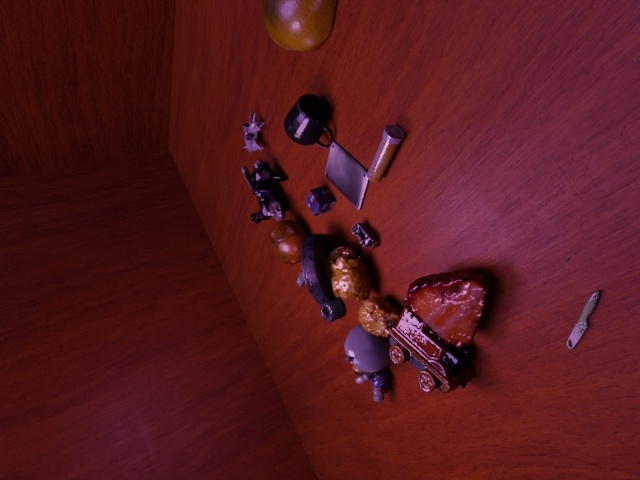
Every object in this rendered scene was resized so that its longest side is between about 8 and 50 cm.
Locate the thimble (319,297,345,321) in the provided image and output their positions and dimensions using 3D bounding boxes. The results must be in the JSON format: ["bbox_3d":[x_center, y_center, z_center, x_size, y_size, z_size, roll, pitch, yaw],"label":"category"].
[{"bbox_3d":[0.056,0.345,2.171,0.135,0.090,0.119,-4,100,63],"label":"thimble"}]

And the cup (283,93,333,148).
[{"bbox_3d":[-0.032,-0.486,1.782,0.223,0.169,0.176,38,140,-3],"label":"cup"}]

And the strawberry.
[{"bbox_3d":[0.418,0.182,1.405,0.253,0.150,0.280,25,128,27],"label":"strawberry"}]

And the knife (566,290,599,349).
[{"bbox_3d":[0.677,0.209,1.102,0.030,0.014,0.207,42,141,42],"label":"knife"}]

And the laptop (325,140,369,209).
[{"bbox_3d":[0.106,-0.274,1.793,0.269,0.015,0.188,50,144,34],"label":"laptop"}]

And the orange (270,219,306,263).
[{"bbox_3d":[-0.169,0.010,2.225,0.240,0.171,0.240,33,128,56],"label":"orange"}]

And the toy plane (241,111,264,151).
[{"bbox_3d":[-0.379,-0.572,2.361,0.255,0.101,0.251,123,134,-55],"label":"toy plane"}]

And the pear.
[{"bbox_3d":[-0.116,-0.894,1.625,0.386,0.191,0.341,-35,76,60],"label":"pear"}]

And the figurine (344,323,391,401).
[{"bbox_3d":[0.251,0.544,1.924,0.205,0.225,0.382,2,135,37],"label":"figurine"}]

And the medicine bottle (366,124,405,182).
[{"bbox_3d":[0.226,-0.301,1.518,0.074,0.073,0.218,56,150,25],"label":"medicine bottle"}]

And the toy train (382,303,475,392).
[{"bbox_3d":[0.386,0.375,1.554,0.369,0.163,0.232,40,127,40],"label":"toy train"}]

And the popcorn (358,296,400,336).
[{"bbox_3d":[0.246,0.312,1.768,0.180,0.170,0.180,44,-179,-1],"label":"popcorn"}]

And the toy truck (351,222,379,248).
[{"bbox_3d":[0.186,-0.018,1.761,0.123,0.062,0.052,54,125,29],"label":"toy truck"}]

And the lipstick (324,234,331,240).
[{"bbox_3d":[-0.001,0.000,2.101,0.186,0.057,0.063,-18,90,58],"label":"lipstick"}]

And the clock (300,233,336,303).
[{"bbox_3d":[0.005,0.124,1.942,0.066,0.319,0.319,-13,98,19],"label":"clock"}]

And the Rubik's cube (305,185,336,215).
[{"bbox_3d":[-0.001,-0.181,1.951,0.092,0.092,0.092,60,149,18],"label":"Rubik's cube"}]

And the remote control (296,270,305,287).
[{"bbox_3d":[-0.110,0.224,2.458,0.053,0.017,0.124,56,148,23],"label":"remote control"}]

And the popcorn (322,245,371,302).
[{"bbox_3d":[0.126,0.148,1.858,0.191,0.190,0.254,-11,84,30],"label":"popcorn"}]

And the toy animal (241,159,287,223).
[{"bbox_3d":[-0.281,-0.265,2.295,0.302,0.194,0.345,18,125,62],"label":"toy animal"}]
